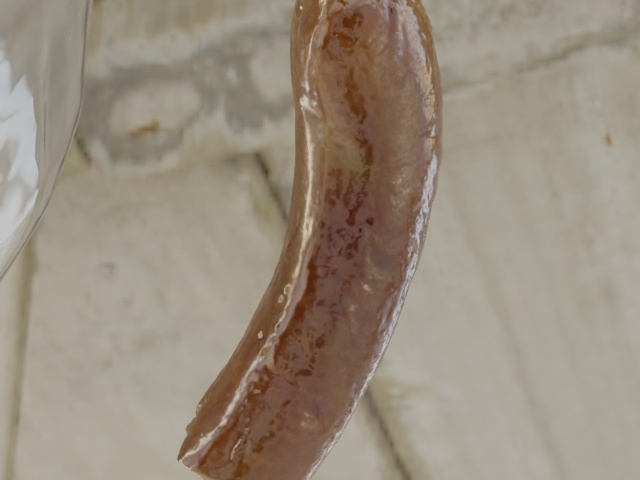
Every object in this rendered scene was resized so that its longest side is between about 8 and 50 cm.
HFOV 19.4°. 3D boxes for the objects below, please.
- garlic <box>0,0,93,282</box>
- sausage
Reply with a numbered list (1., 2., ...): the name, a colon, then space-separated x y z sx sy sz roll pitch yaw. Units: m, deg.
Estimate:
1. garlic: -0.177 -0.083 0.366 0.259 0.317 0.317 -30 -35 -25
2. sausage: 0.005 0.000 0.997 0.102 0.076 0.302 10 -76 -26
